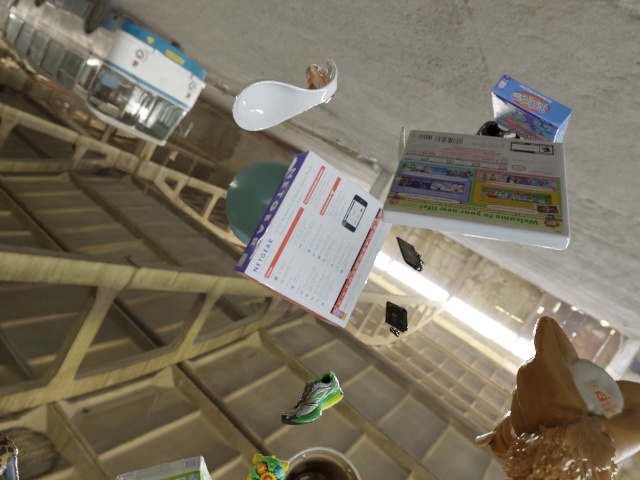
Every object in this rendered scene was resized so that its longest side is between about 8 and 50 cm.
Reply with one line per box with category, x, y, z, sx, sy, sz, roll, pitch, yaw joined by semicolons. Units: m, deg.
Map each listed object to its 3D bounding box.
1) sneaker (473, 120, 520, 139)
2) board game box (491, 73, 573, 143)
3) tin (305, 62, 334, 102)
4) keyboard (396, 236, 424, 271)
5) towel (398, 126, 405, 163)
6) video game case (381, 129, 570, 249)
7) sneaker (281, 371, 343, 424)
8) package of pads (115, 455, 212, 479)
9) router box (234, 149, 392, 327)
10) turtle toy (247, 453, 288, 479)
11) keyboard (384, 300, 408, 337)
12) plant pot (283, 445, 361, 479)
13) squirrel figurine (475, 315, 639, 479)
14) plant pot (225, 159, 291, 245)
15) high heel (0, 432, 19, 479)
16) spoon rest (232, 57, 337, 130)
sneaker;0.541;-0.241;1.290;0.098;0.135;0.276;-18;-120;-23
board game box;0.470;-0.278;1.001;0.160;0.047;0.210;39;-168;22
tin;-0.005;-0.589;1.664;0.106;0.040;0.189;29;-140;-35
keyboard;0.288;0.057;1.444;0.100;0.038;0.192;31;-158;-10
towel;0.304;-0.326;1.641;0.023;0.152;0.113;4;150;3
video game case;0.205;-0.078;0.584;0.212;0.193;0.023;10;137;17
sneaker;-0.049;0.688;1.938;0.134;0.146;0.343;-19;180;41
package of pads;-0.400;0.711;1.189;0.229;0.296;0.101;-10;-146;-8
router box;0.000;0.000;1.107;0.301;0.335;0.082;33;165;-24
turtle toy;-0.136;0.607;1.119;0.095;0.130;0.066;16;174;-5
keyboard;0.258;0.271;1.517;0.023;0.108;0.180;4;180;-10
plant pot;-0.024;0.994;1.717;0.334;0.334;0.305;31;149;11
squirrel figurine;0.490;0.448;0.984;0.281;0.370;0.397;31;-135;10
plant pot;-0.115;-0.100;1.352;0.290;0.290;0.195;25;173;-36
high heel;-0.835;0.558;1.012;0.261;0.093;0.186;9;-129;-53
spoon rest;-0.074;-0.337;1.031;0.084;0.276;0.137;56;165;27
